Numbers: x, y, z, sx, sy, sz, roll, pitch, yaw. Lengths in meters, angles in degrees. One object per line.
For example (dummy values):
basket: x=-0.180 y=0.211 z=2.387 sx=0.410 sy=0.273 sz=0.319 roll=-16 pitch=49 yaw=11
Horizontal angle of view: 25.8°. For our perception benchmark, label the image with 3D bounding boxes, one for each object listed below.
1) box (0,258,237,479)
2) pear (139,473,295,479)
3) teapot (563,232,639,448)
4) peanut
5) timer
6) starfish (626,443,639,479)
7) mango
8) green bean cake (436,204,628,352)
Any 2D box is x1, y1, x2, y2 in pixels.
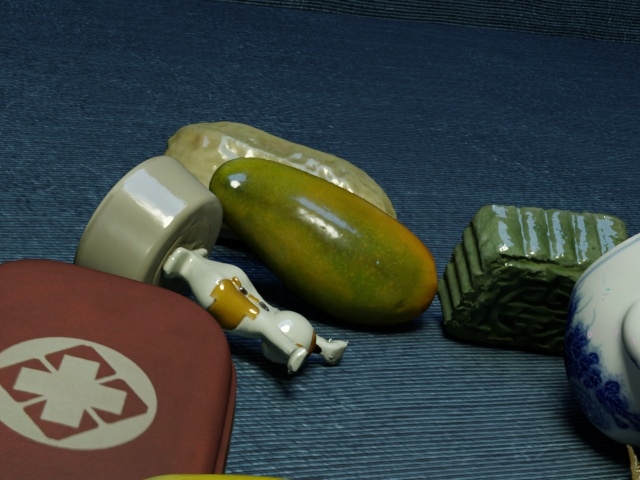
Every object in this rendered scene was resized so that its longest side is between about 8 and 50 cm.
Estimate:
box: x=-0.202 y=0.155 z=1.079 sx=0.263 sy=0.108 sz=0.404 roll=14 pitch=30 yaw=-4
pear: x=-0.015 y=0.269 z=0.755 sx=0.336 sy=0.285 sz=0.285 roll=18 pitch=16 yaw=-30
teapot: x=0.387 y=0.131 z=1.407 sx=0.424 sy=0.252 sz=0.280 roll=21 pitch=39 yaw=-62
peanut: x=-0.048 y=-0.053 z=1.733 sx=0.313 sy=0.152 sz=0.152 roll=16 pitch=21 yaw=10
timer: x=-0.103 y=0.051 z=1.454 sx=0.266 sy=0.175 sz=0.175 roll=33 pitch=26 yaw=16
starfish: x=0.322 y=0.245 z=1.319 sx=0.133 sy=0.041 sz=0.130 roll=30 pitch=11 yaw=-41
mango: x=0.003 y=-0.002 z=1.586 sx=0.289 sy=0.129 sz=0.146 roll=37 pitch=41 yaw=-7
green bean cake: x=0.240 y=0.046 z=1.583 sx=0.185 sy=0.183 sz=0.094 roll=8 pitch=52 yaw=-13
